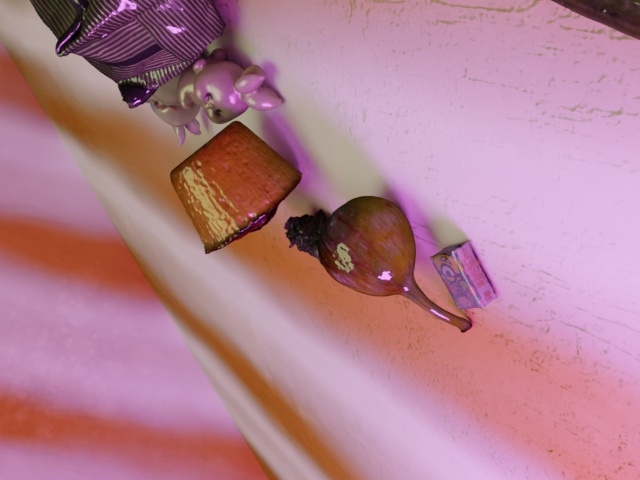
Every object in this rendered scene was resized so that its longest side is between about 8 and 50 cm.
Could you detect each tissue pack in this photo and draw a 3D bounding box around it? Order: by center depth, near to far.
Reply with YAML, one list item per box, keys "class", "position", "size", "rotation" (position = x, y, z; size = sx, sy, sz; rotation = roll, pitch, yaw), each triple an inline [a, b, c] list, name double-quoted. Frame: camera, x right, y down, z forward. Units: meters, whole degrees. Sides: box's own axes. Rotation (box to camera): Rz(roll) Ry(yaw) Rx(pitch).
- class: "tissue pack"
  position: [0.185, 0.047, 0.870]
  size: [0.083, 0.035, 0.063]
  rotation: [61, 157, -1]

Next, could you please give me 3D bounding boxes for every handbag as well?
- class: "handbag"
  position: [-0.337, -0.403, 1.097]
  size: [0.341, 0.240, 0.247]
  rotation: [50, -177, 26]

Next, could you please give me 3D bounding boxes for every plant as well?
- class: "plant"
  position: [0.000, 0.000, 1.143]
  size: [0.085, 0.087, 0.174]
  rotation: [40, 178, -38]

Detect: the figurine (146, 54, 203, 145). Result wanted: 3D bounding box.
- class: "figurine"
  position: [-0.299, -0.300, 1.337]
  size: [0.155, 0.127, 0.235]
  rotation: [37, 155, 7]

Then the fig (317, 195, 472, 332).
- class: "fig"
  position: [0.107, 0.049, 0.931]
  size: [0.245, 0.149, 0.149]
  rotation: [43, 153, 10]

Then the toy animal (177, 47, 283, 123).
- class: "toy animal"
  position: [-0.162, -0.250, 1.127]
  size: [0.212, 0.124, 0.124]
  rotation: [31, 143, 54]

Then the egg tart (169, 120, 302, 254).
- class: "egg tart"
  position: [-0.149, -0.089, 1.132]
  size: [0.171, 0.215, 0.215]
  rotation: [50, 158, -12]

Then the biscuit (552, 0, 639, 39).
- class: "biscuit"
  position: [0.238, -0.194, 0.492]
  size: [0.322, 0.038, 0.099]
  rotation: [43, 148, 34]
